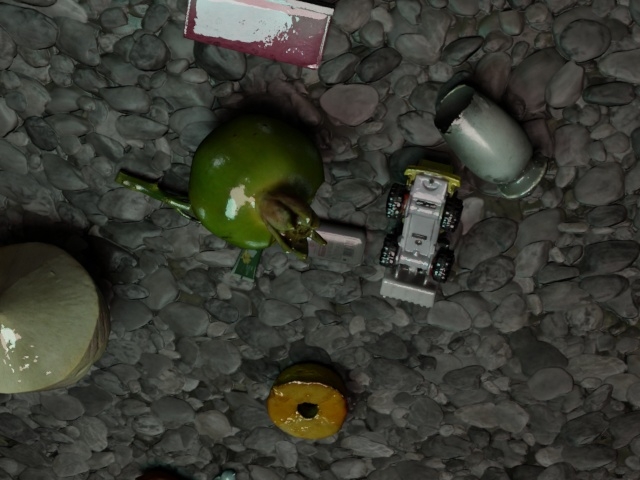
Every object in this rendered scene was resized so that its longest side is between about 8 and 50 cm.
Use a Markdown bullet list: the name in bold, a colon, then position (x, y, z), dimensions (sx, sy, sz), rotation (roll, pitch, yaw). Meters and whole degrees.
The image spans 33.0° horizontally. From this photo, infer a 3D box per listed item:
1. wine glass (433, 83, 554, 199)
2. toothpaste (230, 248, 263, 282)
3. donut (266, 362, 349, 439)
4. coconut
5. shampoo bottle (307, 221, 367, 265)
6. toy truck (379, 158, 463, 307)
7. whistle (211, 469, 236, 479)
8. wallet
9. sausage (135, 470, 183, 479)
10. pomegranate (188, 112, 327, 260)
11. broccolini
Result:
- **wine glass**: position (0.283, -0.161, 1.796), dimensions (0.111, 0.111, 0.204), rotation (-36, 120, 29)
- **toothpaste**: position (-0.121, 0.002, 2.025), dimensions (0.049, 0.031, 0.204), rotation (19, 129, -6)
- **donut**: position (-0.024, 0.328, 2.242), dimensions (0.174, 0.074, 0.190), rotation (-4, 131, 8)
- **coconut**: position (-0.549, 0.148, 2.007), dimensions (0.329, 0.329, 0.329), rotation (3, 128, 4)
- **shampoo bottle**: position (0.000, 0.000, 2.002), dimensions (0.165, 0.040, 0.080), rotation (11, 129, -1)
- **toy truck**: position (0.180, -0.013, 1.925), dimensions (0.136, 0.111, 0.286), rotation (15, 131, 8)
- **whistle**: position (-0.226, 0.551, 2.464), dimensions (0.035, 0.035, 0.100), rotation (39, 124, -22)
- **wallet**: position (-0.102, -0.352, 1.748), dimensions (0.232, 0.025, 0.119), rotation (13, 128, -4)
- **sausage**: position (-0.292, 0.609, 2.486), dimensions (0.300, 0.089, 0.083), rotation (35, 86, -18)
- **pomegranate**: position (-0.094, -0.078, 1.795), dimensions (0.236, 0.302, 0.236), rotation (-11, 122, -17)
- **broccolini**: position (-0.267, -0.084, 1.967), dimensions (0.216, 0.067, 0.058), rotation (27, 123, -3)
